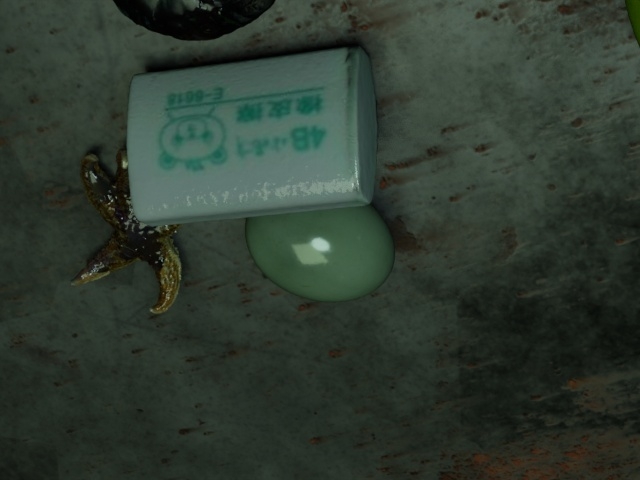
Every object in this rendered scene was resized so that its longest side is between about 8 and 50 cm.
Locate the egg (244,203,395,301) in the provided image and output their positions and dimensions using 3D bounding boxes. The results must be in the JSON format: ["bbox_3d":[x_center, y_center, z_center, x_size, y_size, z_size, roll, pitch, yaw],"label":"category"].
[{"bbox_3d":[0.000,0.000,1.838,0.192,0.149,0.149,20,125,-4],"label":"egg"}]

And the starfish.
[{"bbox_3d":[-0.243,-0.013,1.937,0.216,0.071,0.238,-16,109,27],"label":"starfish"}]

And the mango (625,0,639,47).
[{"bbox_3d":[0.417,-0.269,1.568,0.192,0.156,0.343,-3,127,24],"label":"mango"}]

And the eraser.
[{"bbox_3d":[-0.081,-0.122,1.766,0.290,0.104,0.189,-6,82,15],"label":"eraser"}]

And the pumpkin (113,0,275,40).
[{"bbox_3d":[-0.139,-0.332,1.635,0.233,0.163,0.233,6,114,13],"label":"pumpkin"}]
